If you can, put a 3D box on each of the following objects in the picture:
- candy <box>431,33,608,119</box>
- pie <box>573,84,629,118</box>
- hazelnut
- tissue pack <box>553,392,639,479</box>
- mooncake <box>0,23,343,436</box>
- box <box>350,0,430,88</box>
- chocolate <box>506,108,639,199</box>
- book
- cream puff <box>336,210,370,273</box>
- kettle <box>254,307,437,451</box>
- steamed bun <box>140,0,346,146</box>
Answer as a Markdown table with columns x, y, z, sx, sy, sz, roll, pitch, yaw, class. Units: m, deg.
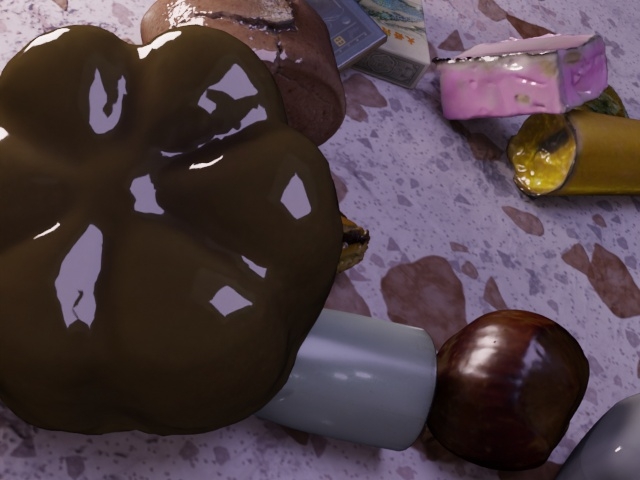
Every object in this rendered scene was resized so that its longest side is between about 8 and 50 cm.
| x | y | z | sx | sy | sz | roll | pitch | yaw | class |
| --- | --- | --- | --- | --- | --- | --- | --- | --- | --- |
| 0.338 | -0.280 | 2.053 | 0.155 | 0.265 | 0.115 | -25 | 109 | -43 | candy |
| 0.516 | -0.259 | 2.321 | 0.187 | 0.041 | 0.186 | 17 | 45 | -18 | pie |
| 0.245 | 0.188 | 1.621 | 0.218 | 0.218 | 0.234 | 42 | 42 | 7 | hazelnut |
| 0.489 | 0.361 | 1.596 | 0.333 | 0.236 | 0.229 | 43 | 43 | 9 | tissue pack |
| -0.208 | -0.011 | 1.359 | 0.467 | 0.262 | 0.467 | -1 | 65 | 1 | mooncake |
| 0.100 | -0.399 | 2.158 | 0.164 | 0.069 | 0.256 | 16 | 45 | -20 | box |
| 0.541 | -0.144 | 2.174 | 0.445 | 0.162 | 0.162 | 2 | 52 | -37 | chocolate |
| -0.044 | -0.381 | 2.021 | 0.191 | 0.025 | 0.269 | -35 | 74 | -17 | book |
| 0.000 | 0.000 | 1.706 | 0.133 | 0.104 | 0.119 | 18 | 12 | -28 | cream puff |
| -0.001 | 0.156 | 1.544 | 0.236 | 0.161 | 0.221 | 12 | 19 | -19 | kettle |
| -0.104 | -0.281 | 1.812 | 0.301 | 0.199 | 0.251 | 8 | 56 | -26 | steamed bun |
